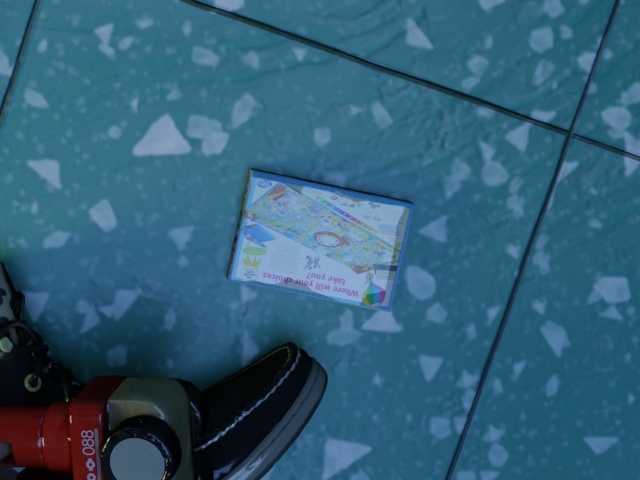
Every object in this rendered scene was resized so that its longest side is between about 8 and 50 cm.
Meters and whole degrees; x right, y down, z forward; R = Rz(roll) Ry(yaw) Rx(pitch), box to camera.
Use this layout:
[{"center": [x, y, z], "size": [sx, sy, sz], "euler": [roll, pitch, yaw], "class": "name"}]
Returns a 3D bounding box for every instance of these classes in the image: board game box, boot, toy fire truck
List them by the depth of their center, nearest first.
[{"center": [-0.221, 0.224, 1.165], "size": [0.246, 0.158, 0.217], "euler": [0, 105, 10], "class": "toy fire truck"}, {"center": [-0.212, 0.137, 1.280], "size": [0.377, 0.138, 0.284], "euler": [-34, 102, 3], "class": "boot"}, {"center": [0.000, 0.000, 1.342], "size": [0.154, 0.026, 0.104], "euler": [12, 96, -10], "class": "board game box"}]
